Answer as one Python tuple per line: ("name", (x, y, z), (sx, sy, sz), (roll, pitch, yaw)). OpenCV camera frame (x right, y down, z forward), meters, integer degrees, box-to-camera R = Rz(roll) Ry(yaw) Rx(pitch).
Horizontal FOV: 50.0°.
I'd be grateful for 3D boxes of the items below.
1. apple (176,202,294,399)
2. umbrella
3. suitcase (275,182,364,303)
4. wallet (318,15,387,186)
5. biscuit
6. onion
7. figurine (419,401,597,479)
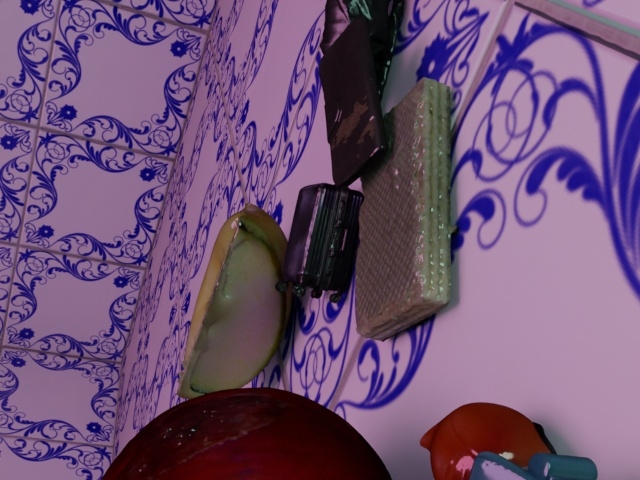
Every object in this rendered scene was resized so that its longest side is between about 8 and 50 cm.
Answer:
("apple", (-0.097, 0.073, 0.891), (0.193, 0.120, 0.265), (-90, 21, -69))
("umbrella", (0.053, -0.284, 0.740), (0.113, 0.106, 0.358), (161, 112, -79))
("suitcase", (0.000, 0.000, 0.732), (0.086, 0.059, 0.126), (-179, 100, -70))
("wallet", (0.029, -0.127, 0.638), (0.082, 0.018, 0.157), (-37, 49, 49))
("biscuit", (0.068, -0.025, 0.581), (0.121, 0.040, 0.200), (138, 141, -58))
("onion", (-0.055, 0.234, 0.451), (0.276, 0.276, 0.276), (-168, 90, -71))
("figurine", (0.098, 0.126, 0.344), (0.140, 0.075, 0.068), (-166, 87, -69))
